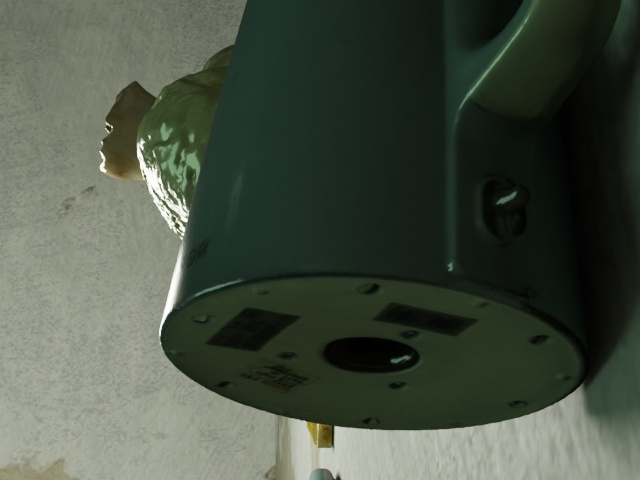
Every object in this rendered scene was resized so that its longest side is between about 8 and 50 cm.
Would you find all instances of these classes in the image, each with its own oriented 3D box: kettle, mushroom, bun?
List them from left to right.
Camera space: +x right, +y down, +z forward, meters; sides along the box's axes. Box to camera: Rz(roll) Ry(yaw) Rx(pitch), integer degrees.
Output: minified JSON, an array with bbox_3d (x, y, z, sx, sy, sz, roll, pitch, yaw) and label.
[{"bbox_3d":[-0.123,-0.097,1.461,0.297,0.290,0.297,-178,90,-86],"label":"mushroom"},{"bbox_3d":[-0.006,-0.026,0.701,0.134,0.220,0.220,-53,-2,-10],"label":"bun"},{"bbox_3d":[0.039,-0.069,0.476,0.210,0.160,0.243,137,143,-58],"label":"kettle"}]

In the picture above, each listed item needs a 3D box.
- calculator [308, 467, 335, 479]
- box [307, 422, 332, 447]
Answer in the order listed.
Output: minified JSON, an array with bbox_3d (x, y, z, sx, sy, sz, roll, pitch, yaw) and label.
[{"bbox_3d":[0.003,0.382,1.331,0.299,0.041,0.185,-94,7,-60],"label":"calculator"},{"bbox_3d":[-0.001,0.213,1.538,0.156,0.022,0.089,-154,65,-85],"label":"box"}]
